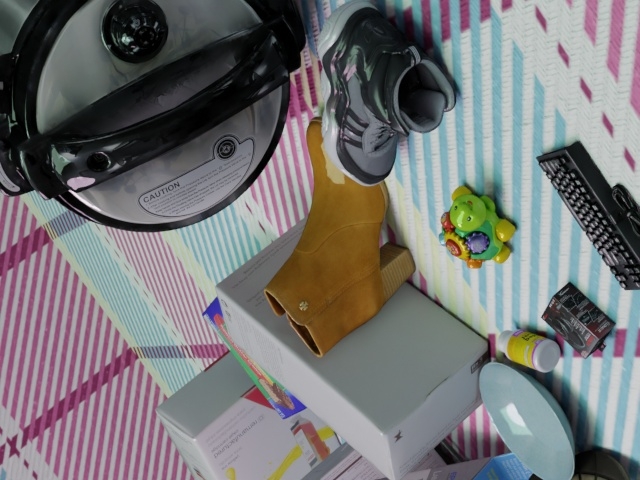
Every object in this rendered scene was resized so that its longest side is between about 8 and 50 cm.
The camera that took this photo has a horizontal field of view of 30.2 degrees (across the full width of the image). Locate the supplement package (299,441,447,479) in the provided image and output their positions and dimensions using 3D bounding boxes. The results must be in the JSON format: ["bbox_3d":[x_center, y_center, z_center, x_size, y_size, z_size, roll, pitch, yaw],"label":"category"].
[{"bbox_3d":[0.087,0.431,2.126,0.145,0.204,0.262,51,163,3],"label":"supplement package"}]

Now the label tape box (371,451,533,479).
[{"bbox_3d":[0.224,0.474,1.855,0.334,0.106,0.240,-20,111,33],"label":"label tape box"}]

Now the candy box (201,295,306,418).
[{"bbox_3d":[-0.070,0.177,2.174,0.268,0.122,0.317,51,157,3],"label":"candy box"}]

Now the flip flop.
[{"bbox_3d":[0.363,0.365,1.652,0.080,0.112,0.277,27,157,-7],"label":"flip flop"}]

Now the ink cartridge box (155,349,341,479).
[{"bbox_3d":[-0.125,0.426,2.465,0.160,0.279,0.384,23,145,48],"label":"ink cartridge box"}]

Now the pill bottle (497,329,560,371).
[{"bbox_3d":[0.270,0.141,1.548,0.083,0.043,0.043,18,140,54],"label":"pill bottle"}]

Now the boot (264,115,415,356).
[{"bbox_3d":[0.000,0.001,1.639,0.104,0.211,0.295,12,135,58],"label":"boot"}]

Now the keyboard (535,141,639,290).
[{"bbox_3d":[0.303,-0.023,1.257,0.180,0.023,0.108,54,158,-7],"label":"keyboard"}]

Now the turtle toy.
[{"bbox_3d":[0.183,-0.016,1.444,0.095,0.066,0.130,41,156,25],"label":"turtle toy"}]

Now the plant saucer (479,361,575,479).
[{"bbox_3d":[0.297,0.246,1.647,0.195,0.037,0.195,49,157,29],"label":"plant saucer"}]

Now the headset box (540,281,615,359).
[{"bbox_3d":[0.310,0.099,1.418,0.083,0.032,0.062,46,158,18],"label":"headset box"}]

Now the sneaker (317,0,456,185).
[{"bbox_3d":[0.079,-0.144,1.399,0.153,0.101,0.268,39,152,36],"label":"sneaker"}]

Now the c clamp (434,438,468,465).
[{"bbox_3d":[0.212,0.351,2.028,0.160,0.022,0.137,46,163,11],"label":"c clamp"}]

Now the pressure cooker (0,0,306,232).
[{"bbox_3d":[-0.248,-0.209,1.520,0.376,0.369,0.420,18,-169,-34],"label":"pressure cooker"}]

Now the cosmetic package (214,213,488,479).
[{"bbox_3d":[0.047,0.152,1.784,0.385,0.217,0.156,40,156,32],"label":"cosmetic package"}]
